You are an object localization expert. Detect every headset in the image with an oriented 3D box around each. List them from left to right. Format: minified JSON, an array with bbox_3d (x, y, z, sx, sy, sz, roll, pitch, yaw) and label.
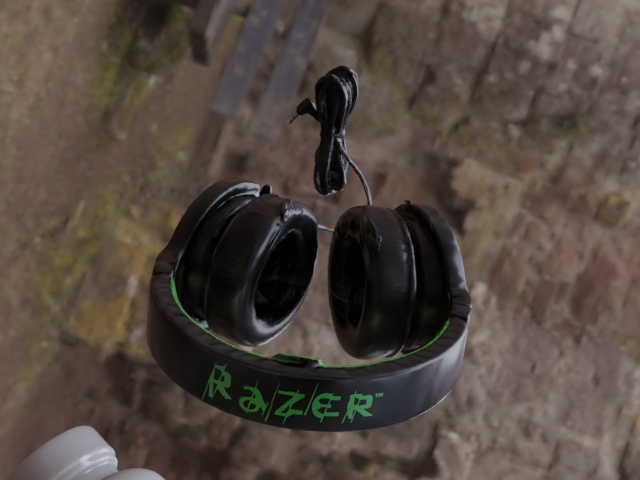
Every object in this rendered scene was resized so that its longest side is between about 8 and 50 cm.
[{"bbox_3d":[0.000,0.000,1.088,0.394,0.243,0.185,-80,178,-65],"label":"headset"}]

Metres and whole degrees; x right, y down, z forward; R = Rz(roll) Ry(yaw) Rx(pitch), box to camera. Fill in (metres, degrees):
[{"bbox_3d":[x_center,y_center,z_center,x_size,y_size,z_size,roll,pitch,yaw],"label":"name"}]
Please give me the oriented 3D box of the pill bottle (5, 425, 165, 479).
[{"bbox_3d":[-0.124,0.230,0.914,0.117,0.208,0.117,-40,162,-16],"label":"pill bottle"}]
